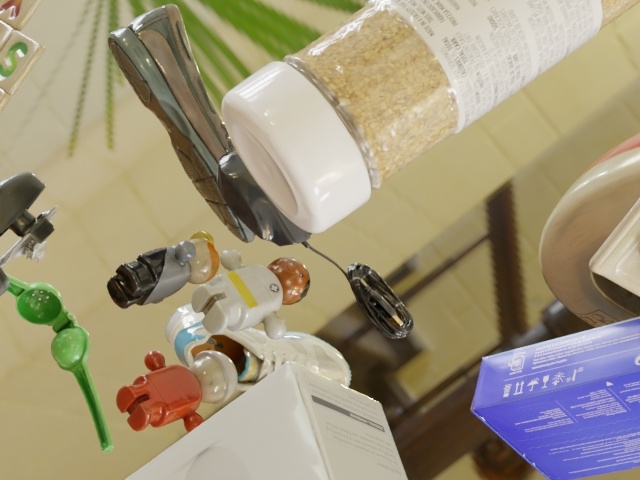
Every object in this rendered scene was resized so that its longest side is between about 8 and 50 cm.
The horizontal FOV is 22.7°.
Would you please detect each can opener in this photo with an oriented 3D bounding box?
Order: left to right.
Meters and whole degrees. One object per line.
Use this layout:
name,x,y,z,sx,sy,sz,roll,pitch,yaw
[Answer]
can opener,-0.383,0.042,1.732,0.093,0.074,0.280,41,54,-7

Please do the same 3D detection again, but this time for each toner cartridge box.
toner cartridge box,0.347,0.160,1.684,0.165,0.348,0.075,42,47,-32

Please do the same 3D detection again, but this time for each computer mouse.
computer mouse,0.000,0.000,1.494,0.242,0.041,0.071,41,35,-5

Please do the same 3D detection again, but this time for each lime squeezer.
lime squeezer,-0.321,0.109,1.907,0.310,0.059,0.110,52,6,1

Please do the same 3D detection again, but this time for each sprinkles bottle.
sprinkles bottle,0.102,-0.149,1.168,0.121,0.355,0.121,51,-14,18

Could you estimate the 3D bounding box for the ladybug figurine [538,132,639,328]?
ladybug figurine,0.408,-0.018,1.683,0.305,0.162,0.449,29,-28,-16

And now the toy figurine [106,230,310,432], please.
toy figurine,-0.101,0.103,1.634,0.148,0.213,0.209,-18,108,-44

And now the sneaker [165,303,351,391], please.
sneaker,-0.068,0.146,1.862,0.229,0.087,0.092,16,14,-19

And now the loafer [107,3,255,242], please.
loafer,-0.119,-0.124,1.682,0.267,0.084,0.096,58,-16,-18

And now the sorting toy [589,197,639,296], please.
sorting toy,0.348,-0.003,1.267,0.208,0.193,0.038,26,26,-19

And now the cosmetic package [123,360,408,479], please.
cosmetic package,-0.036,0.266,1.349,0.138,0.224,0.224,30,31,-44

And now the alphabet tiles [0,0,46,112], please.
alphabet tiles,-0.414,-0.145,1.631,0.285,0.342,0.011,33,-3,46
